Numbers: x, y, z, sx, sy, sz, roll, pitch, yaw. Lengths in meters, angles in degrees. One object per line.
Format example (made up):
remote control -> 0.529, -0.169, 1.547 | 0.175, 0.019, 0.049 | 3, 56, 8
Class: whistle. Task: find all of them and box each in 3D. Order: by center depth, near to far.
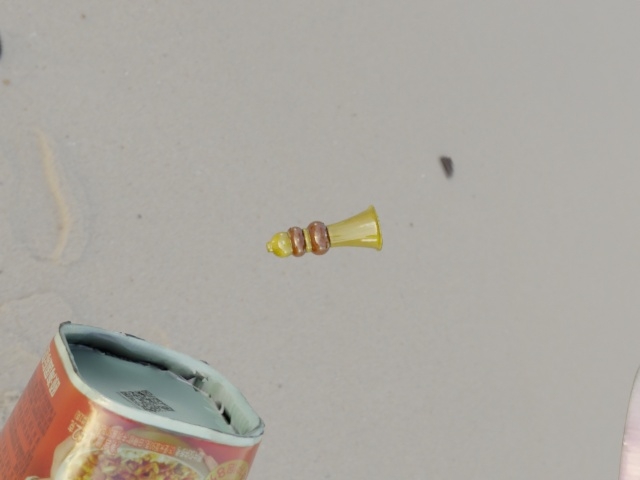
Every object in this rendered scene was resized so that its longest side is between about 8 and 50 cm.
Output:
whistle -> 0.001, -0.005, 0.805 | 0.057, 0.109, 0.046 | -110, -169, -70

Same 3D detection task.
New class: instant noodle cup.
instant noodle cup -> -0.215, 0.265, 0.810 | 0.294, 0.294, 0.308 | 22, 95, -38

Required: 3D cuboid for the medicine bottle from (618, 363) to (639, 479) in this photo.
medicine bottle -> 0.470, 0.240, 0.807 | 0.256, 0.324, 0.256 | -16, 109, -59
